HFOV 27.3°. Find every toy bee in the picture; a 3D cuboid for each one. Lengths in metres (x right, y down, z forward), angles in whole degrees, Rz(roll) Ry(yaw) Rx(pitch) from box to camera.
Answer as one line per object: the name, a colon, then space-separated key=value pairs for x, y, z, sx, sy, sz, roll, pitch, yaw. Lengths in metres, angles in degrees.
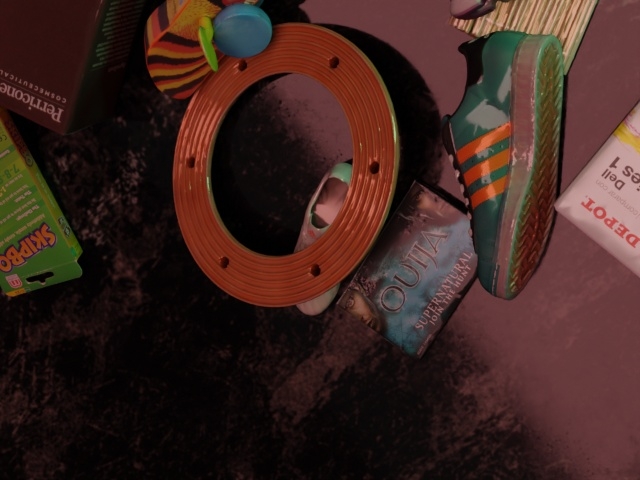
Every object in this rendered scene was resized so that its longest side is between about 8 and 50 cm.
toy bee: x=-0.120 y=-0.302 z=1.535 sx=0.298 sy=0.162 sz=0.195 roll=-49 pitch=39 yaw=10

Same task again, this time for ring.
ring: x=-0.043 y=-0.089 z=1.562 sx=0.336 sy=0.032 sz=0.336 roll=-3 pitch=85 yaw=37

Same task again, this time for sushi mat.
sushi mat: x=0.267 y=-0.358 z=1.482 sx=0.151 sy=0.019 sz=0.316 roll=24 pitch=105 yaw=11

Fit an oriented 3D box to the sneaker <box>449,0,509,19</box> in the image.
sneaker: x=0.229 y=-0.339 z=1.442 sx=0.236 sy=0.095 sz=0.104 roll=-27 pitch=83 yaw=20

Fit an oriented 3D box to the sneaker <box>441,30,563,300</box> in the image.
sneaker: x=0.199 y=-0.087 z=1.505 sx=0.121 sy=0.108 sz=0.302 roll=9 pitch=97 yaw=32

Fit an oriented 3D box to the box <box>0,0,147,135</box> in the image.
box: x=-0.306 y=-0.341 z=1.577 sx=0.191 sy=0.143 sz=0.381 roll=24 pitch=113 yaw=10

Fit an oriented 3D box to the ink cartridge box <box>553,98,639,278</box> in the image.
ink cartridge box: x=0.418 y=-0.083 z=1.428 sx=0.201 sy=0.117 sz=0.278 roll=40 pitch=108 yaw=7

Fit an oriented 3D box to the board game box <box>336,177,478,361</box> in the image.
board game box: x=0.118 y=0.036 z=1.587 sx=0.126 sy=0.026 sz=0.186 roll=34 pitch=107 yaw=9

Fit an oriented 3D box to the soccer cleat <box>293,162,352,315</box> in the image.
soccer cleat: x=0.000 y=0.000 z=1.591 sx=0.068 sy=0.076 sz=0.196 roll=19 pitch=104 yaw=13

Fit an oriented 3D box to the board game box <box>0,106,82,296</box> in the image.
board game box: x=-0.408 y=-0.052 z=1.693 sx=0.124 sy=0.039 sz=0.259 roll=-15 pitch=112 yaw=20
